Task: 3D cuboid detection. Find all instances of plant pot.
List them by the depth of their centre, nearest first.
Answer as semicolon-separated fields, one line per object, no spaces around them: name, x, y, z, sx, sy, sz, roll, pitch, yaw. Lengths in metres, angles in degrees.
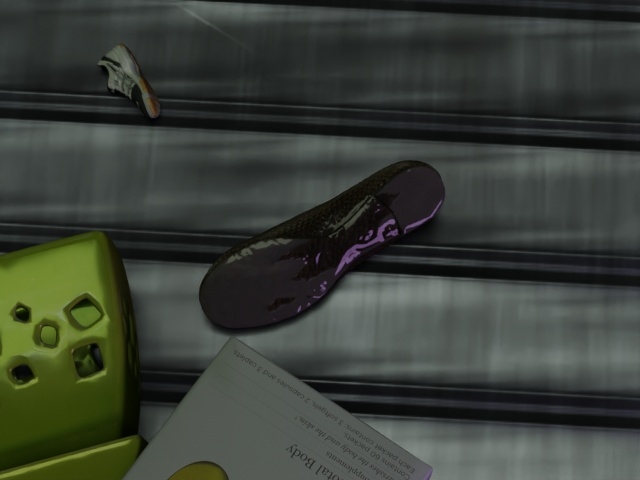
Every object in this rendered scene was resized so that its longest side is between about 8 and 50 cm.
plant pot;-0.254;0.135;1.479;0.227;0.228;0.207;-15;79;-5

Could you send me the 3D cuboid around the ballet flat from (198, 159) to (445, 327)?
ballet flat;0.000;0.000;1.606;0.250;0.058;0.084;-32;110;-4

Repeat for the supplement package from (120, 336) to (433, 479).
supplement package;-0.072;0.263;1.417;0.199;0.198;0.263;33;64;10

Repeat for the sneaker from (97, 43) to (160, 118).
sneaker;-0.182;-0.145;1.666;0.037;0.032;0.083;-32;69;5
